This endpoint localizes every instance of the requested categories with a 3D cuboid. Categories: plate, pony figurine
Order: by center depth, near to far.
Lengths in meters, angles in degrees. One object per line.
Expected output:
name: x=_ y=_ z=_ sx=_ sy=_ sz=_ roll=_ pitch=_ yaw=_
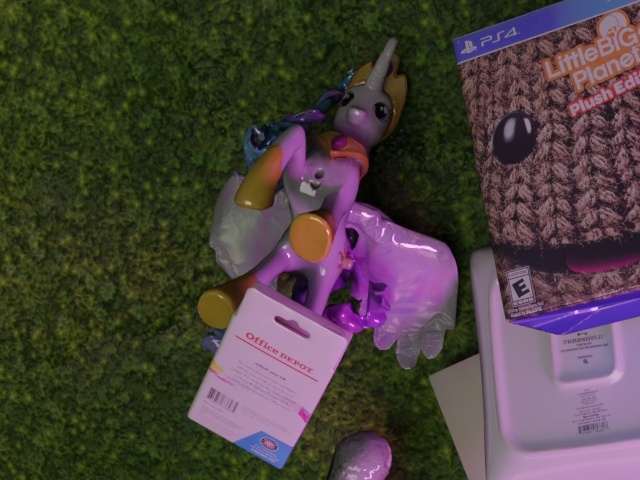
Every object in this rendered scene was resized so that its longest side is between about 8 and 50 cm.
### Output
plate: x=0.275 y=0.112 z=1.480 sx=0.277 sy=0.045 sz=0.278 roll=-13 pitch=71 yaw=31
pony figurine: x=0.000 y=0.000 z=1.519 sx=0.303 sy=0.363 sz=0.351 roll=18 pitch=126 yaw=11

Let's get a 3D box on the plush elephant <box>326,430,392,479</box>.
plush elephant: x=0.093 y=0.427 z=1.576 sx=0.255 sy=0.272 sz=0.330 roll=16 pitch=125 yaw=-3

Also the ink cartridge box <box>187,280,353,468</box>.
ink cartridge box: x=-0.041 y=0.112 z=1.339 sx=0.104 sy=0.061 sz=0.181 roll=29 pitch=128 yaw=3

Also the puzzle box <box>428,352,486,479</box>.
puzzle box: x=0.305 y=0.279 z=1.527 sx=0.272 sy=0.052 sz=0.409 roll=-27 pitch=76 yaw=26

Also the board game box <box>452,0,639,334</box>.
board game box: x=0.281 y=-0.079 z=1.397 sx=0.232 sy=0.141 sz=0.291 roll=-17 pitch=73 yaw=26
